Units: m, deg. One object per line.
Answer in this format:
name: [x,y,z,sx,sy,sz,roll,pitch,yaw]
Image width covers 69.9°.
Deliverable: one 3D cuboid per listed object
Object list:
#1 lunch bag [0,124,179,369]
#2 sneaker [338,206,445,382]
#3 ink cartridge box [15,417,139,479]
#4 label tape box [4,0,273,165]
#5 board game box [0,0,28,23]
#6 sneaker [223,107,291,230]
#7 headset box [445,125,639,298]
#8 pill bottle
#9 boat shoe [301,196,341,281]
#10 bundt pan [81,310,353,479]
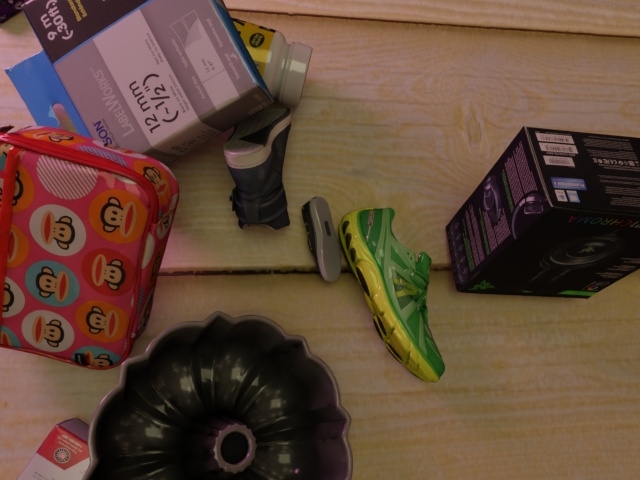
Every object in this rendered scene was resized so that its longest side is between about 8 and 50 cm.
lunch bag: [-0.339,0.006,0.591,0.257,0.120,0.294,16,109,-6]
sneaker: [0.131,0.077,0.714,0.123,0.109,0.296,-21,81,-9]
ink cartridge box: [-0.336,0.346,0.595,0.127,0.072,0.175,33,74,-2]
label tape box: [-0.278,-0.230,0.644,0.347,0.115,0.249,-28,93,6]
board game box: [-0.482,-0.546,0.793,0.346,0.056,0.208,-42,91,-15]
sneaker: [-0.089,-0.113,0.740,0.086,0.164,0.226,0,35,12]
headset box: [0.357,-0.020,0.693,0.246,0.283,0.131,4,61,-9]
pill bottle: [-0.125,-0.296,0.754,0.208,0.119,0.119,14,75,-6]
boat shoe: [0.000,0.000,0.747,0.049,0.040,0.142,4,72,-47]
bundt pan: [-0.127,0.268,0.589,0.330,0.124,0.331,12,62,-24]
